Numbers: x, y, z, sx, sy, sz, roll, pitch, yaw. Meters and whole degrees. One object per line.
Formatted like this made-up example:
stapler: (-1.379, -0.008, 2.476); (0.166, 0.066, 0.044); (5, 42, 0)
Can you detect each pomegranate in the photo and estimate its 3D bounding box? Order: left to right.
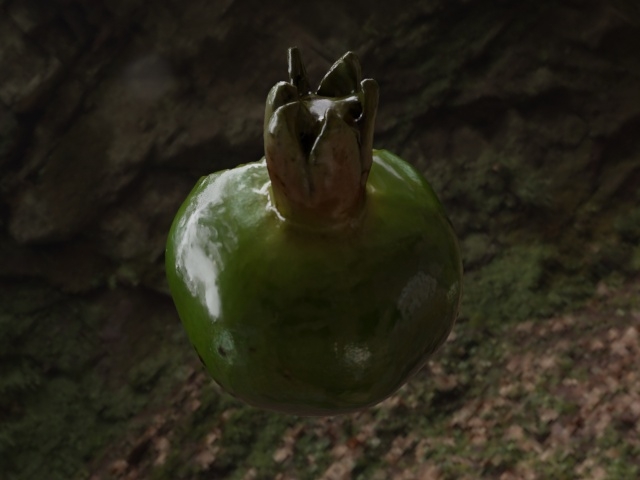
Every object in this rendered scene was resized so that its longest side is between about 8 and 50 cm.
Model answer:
pomegranate: (0.000, 0.000, 0.822); (0.236, 0.236, 0.302); (-40, -23, -30)
